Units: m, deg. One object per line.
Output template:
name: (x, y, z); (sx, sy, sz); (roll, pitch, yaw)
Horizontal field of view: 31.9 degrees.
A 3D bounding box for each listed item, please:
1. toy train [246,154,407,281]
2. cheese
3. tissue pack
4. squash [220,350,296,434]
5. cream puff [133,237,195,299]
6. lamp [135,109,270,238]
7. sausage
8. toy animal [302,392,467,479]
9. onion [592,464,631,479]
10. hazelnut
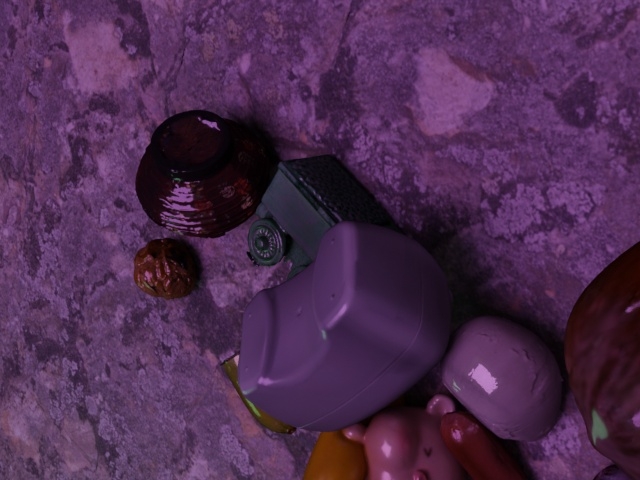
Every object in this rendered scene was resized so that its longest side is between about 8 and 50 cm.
toy train: (0.000, 0.000, 1.883); (0.266, 0.145, 0.202); (48, 125, 22)
cheese: (0.270, 0.198, 1.674); (0.198, 0.189, 0.154); (42, 92, 25)
tissue pack: (0.046, 0.142, 1.695); (0.333, 0.236, 0.229); (-42, 32, 38)
squash: (-0.092, 0.269, 2.059); (0.123, 0.123, 0.187); (-41, 77, 41)
cream puff: (-0.299, 0.057, 2.196); (0.133, 0.119, 0.104); (45, 113, -9)
lamp: (-0.208, -0.109, 1.993); (0.247, 0.247, 0.247); (13, 110, 40)
sausage: (0.258, 0.341, 1.753); (0.077, 0.077, 0.194); (-24, 114, 43)
toy animal: (0.117, 0.411, 1.818); (0.246, 0.277, 0.345); (11, 106, 26)
onion: (0.438, 0.434, 1.629); (0.151, 0.098, 0.206); (-3, 98, 44)
hazelnut: (0.479, 0.145, 1.363); (0.372, 0.372, 0.315); (51, 168, 21)
